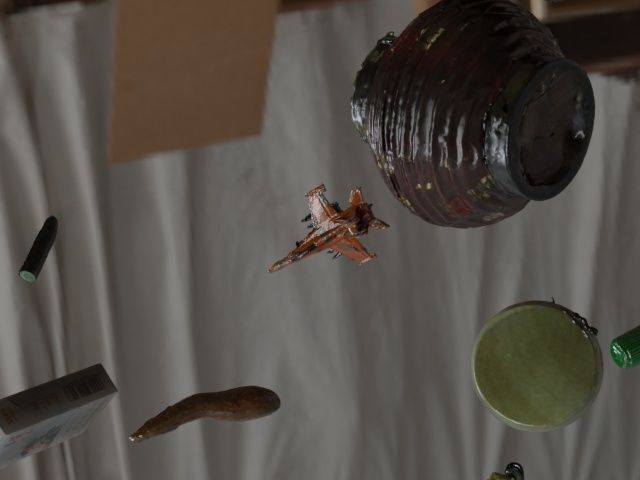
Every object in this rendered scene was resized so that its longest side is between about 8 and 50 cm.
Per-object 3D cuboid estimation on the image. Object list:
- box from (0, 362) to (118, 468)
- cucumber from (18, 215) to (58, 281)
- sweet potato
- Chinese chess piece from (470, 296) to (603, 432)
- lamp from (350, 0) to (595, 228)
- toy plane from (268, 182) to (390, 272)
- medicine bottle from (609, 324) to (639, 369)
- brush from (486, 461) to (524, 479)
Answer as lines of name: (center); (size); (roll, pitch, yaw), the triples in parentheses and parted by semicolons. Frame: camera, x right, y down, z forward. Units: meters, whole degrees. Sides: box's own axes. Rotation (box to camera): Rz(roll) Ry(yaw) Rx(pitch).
box: (-0.461, 0.291, 2.368); (0.233, 0.067, 0.149); (-19, 156, -46)
cucumber: (-0.463, 0.010, 2.419); (0.032, 0.032, 0.133); (-1, -133, 21)
sweet potato: (-0.153, 0.230, 1.954); (0.214, 0.050, 0.050); (-9, -165, -20)
Chinese chess piece: (0.377, 0.216, 2.516); (0.238, 0.237, 0.092); (-3, 173, 15)
lamp: (0.144, -0.128, 1.448); (0.247, 0.247, 0.247); (-6, -165, 2)
toy plane: (0.003, -0.006, 2.045); (0.188, 0.135, 0.062); (-29, -162, 33)
medicine bottle: (0.600, 0.122, 2.335); (0.309, 0.111, 0.076); (-26, -138, -19)
brush: (0.270, 0.481, 2.195); (0.060, 0.296, 0.068); (9, 162, -24)
